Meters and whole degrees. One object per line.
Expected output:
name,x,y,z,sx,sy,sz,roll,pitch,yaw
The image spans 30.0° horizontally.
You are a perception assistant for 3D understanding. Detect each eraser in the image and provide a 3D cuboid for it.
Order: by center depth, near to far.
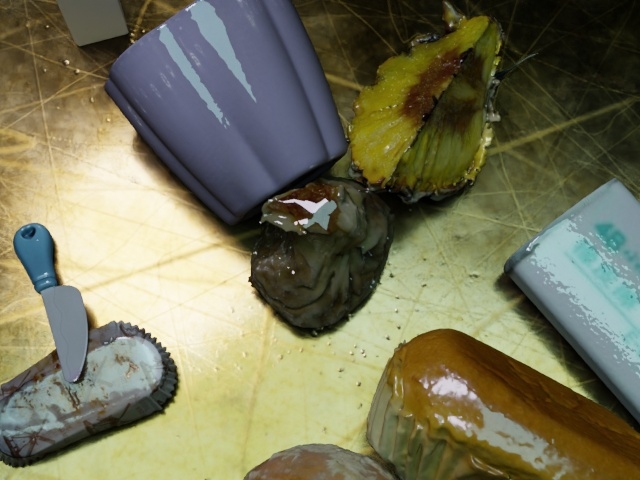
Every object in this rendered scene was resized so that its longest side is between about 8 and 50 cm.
eraser,0.395,0.083,1.508,0.189,0.104,0.290,-38,78,-14
eraser,-0.311,-0.352,1.525,0.078,0.298,0.076,-16,75,-5

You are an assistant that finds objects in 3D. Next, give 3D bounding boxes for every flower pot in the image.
flower pot,-0.101,-0.164,1.512,0.265,0.265,0.243,-33,91,-10

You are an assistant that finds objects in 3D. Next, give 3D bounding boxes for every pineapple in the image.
pineapple,0.139,-0.161,1.576,0.161,0.158,0.334,3,59,44

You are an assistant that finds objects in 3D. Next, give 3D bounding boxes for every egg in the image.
egg,0.011,0.336,1.383,0.233,0.195,0.194,21,74,1

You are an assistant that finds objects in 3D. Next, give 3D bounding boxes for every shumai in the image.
shumai,0.000,0.000,1.489,0.166,0.175,0.205,30,79,8

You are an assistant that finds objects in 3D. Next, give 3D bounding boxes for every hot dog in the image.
hot dog,-0.303,0.192,1.488,0.253,0.069,0.131,-27,84,-6

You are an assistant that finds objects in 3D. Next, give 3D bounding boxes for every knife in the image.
knife,-0.331,0.072,1.504,0.058,0.032,0.244,-23,57,-11

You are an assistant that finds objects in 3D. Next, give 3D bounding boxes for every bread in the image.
bread,0.245,0.245,1.375,0.389,0.236,0.183,24,117,0
